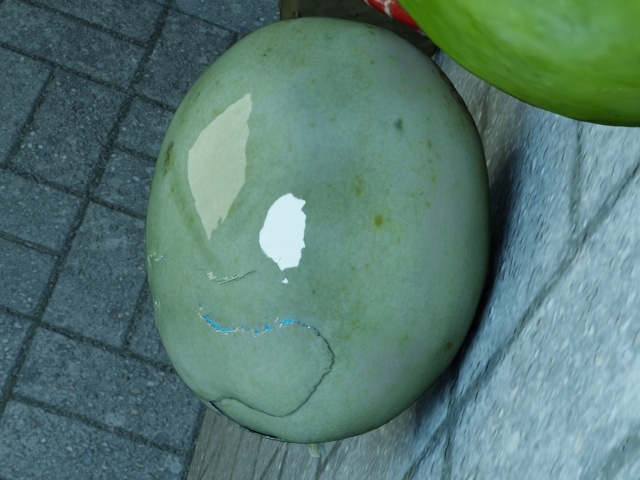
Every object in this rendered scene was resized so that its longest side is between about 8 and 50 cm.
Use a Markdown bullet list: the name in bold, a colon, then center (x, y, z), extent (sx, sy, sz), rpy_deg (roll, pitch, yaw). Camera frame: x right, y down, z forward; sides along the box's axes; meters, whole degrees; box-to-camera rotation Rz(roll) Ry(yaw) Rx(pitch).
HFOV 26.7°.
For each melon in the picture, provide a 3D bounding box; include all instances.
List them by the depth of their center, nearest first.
- **melon**: center (0.000, 0.000, 1.028), extent (0.268, 0.269, 0.330), rpy_deg (151, 122, -79)

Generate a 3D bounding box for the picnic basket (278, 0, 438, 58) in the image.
- **picnic basket**: center (0.077, -0.406, 1.559), extent (0.291, 0.254, 0.321), rpy_deg (121, 156, -58)

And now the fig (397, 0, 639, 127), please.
- **fig**: center (0.110, -0.208, 0.556), extent (0.316, 0.316, 0.316), rpy_deg (-160, 90, -83)

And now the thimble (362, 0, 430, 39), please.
- **thimble**: center (0.117, -0.250, 1.218), extent (0.189, 0.163, 0.125), rpy_deg (-93, 25, -71)
